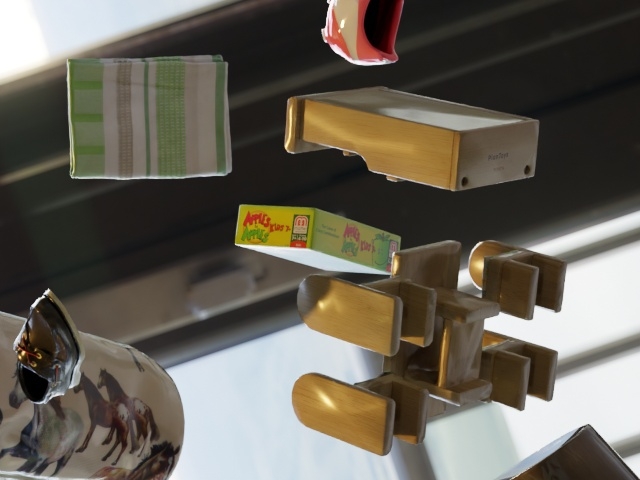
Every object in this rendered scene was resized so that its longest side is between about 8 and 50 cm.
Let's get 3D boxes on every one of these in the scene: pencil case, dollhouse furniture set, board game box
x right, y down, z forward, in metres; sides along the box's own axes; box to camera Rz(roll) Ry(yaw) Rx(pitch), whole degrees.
[{"bbox_3d":[-0.299,0.163,1.722,0.410,0.160,0.183,19,-112,-52],"label":"pencil case"},{"bbox_3d":[0.062,0.017,1.381,0.161,0.212,0.242,16,108,39],"label":"dollhouse furniture set"},{"bbox_3d":[0.000,0.000,1.895,0.181,0.092,0.043,17,-102,-58],"label":"board game box"}]

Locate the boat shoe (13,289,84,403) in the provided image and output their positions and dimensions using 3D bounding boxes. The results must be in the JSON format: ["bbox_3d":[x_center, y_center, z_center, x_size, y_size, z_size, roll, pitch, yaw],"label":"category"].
[{"bbox_3d":[-0.205,0.082,1.356,0.049,0.042,0.133,52,156,20],"label":"boat shoe"}]

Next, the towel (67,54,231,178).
[{"bbox_3d":[-0.155,-0.113,1.662,0.023,0.152,0.113,176,91,-69],"label":"towel"}]

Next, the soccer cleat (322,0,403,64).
[{"bbox_3d":[0.059,-0.302,1.856,0.095,0.083,0.248,23,111,48],"label":"soccer cleat"}]

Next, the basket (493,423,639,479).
[{"bbox_3d":[0.256,0.294,1.655,0.227,0.204,0.154,58,-165,4],"label":"basket"}]
